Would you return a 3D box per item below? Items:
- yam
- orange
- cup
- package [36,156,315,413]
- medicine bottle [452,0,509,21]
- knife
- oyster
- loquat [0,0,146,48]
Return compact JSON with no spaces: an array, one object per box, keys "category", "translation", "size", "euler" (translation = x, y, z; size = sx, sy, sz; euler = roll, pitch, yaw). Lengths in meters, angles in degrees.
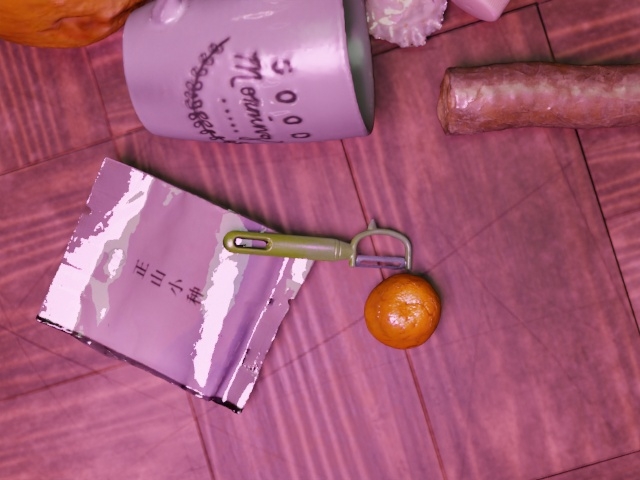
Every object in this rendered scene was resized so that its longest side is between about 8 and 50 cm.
[{"category":"yam","translation":[0.304,-0.159,0.951],"size":[0.356,0.081,0.081],"euler":[-5,89,3]},{"category":"orange","translation":[0.088,0.077,0.963],"size":[0.083,0.070,0.083],"euler":[0,78,-1]},{"category":"cup","translation":[-0.078,-0.210,0.895],"size":[0.234,0.258,0.186],"euler":[-5,53,9]},{"category":"package","translation":[-0.157,0.050,0.982],"size":[0.250,0.062,0.204],"euler":[25,91,1]},{"category":"medicine bottle","translation":[0.222,-0.352,0.938],"size":[0.114,0.114,0.252],"euler":[32,91,4]},{"category":"knife","translation":[0.000,0.000,0.962],"size":[0.212,0.015,0.054],"euler":[4,92,-17]},{"category":"oyster","translation":[0.090,-0.283,0.981],"size":[0.121,0.045,0.146],"euler":[-24,95,0]},{"category":"loquat","translation":[-0.288,-0.343,0.906],"size":[0.276,0.276,0.284],"euler":[-38,66,3]}]
